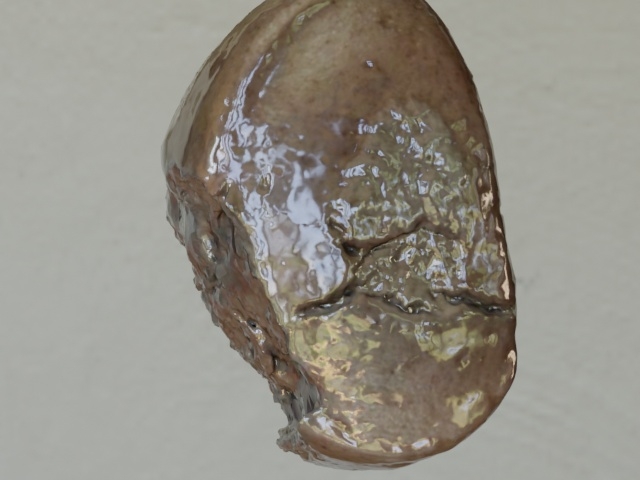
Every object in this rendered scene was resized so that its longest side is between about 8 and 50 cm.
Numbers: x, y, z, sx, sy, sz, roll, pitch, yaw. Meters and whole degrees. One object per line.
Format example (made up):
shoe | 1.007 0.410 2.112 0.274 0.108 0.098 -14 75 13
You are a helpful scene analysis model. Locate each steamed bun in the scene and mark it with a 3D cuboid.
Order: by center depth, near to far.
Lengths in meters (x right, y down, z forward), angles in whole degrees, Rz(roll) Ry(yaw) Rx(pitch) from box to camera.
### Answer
steamed bun | 0.000 0.000 0.691 0.106 0.175 0.145 -13 -2 -16
